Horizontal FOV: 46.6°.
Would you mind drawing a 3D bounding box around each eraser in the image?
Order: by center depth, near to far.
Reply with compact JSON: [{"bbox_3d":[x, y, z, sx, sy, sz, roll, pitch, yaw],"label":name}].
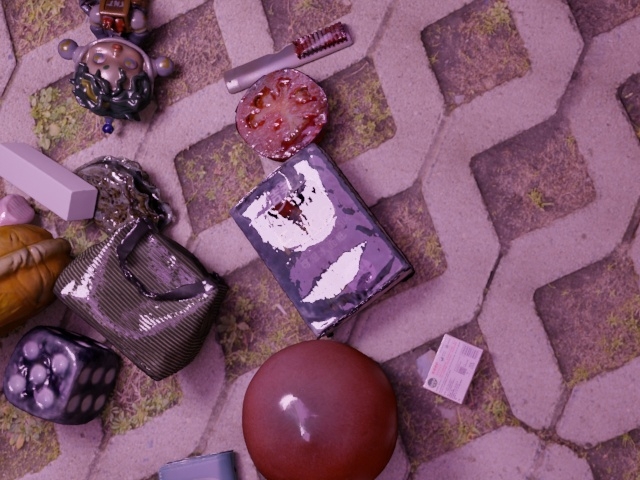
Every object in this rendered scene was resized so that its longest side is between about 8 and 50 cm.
[{"bbox_3d":[-0.656,-0.143,1.768,0.298,0.076,0.078,30,113,29],"label":"eraser"}]

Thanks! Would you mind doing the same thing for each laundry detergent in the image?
[{"bbox_3d":[-0.845,0.021,1.792,0.335,0.159,0.088,-37,103,9],"label":"laundry detergent"}]

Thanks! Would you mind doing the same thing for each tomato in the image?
[{"bbox_3d":[-0.005,0.350,1.462,0.321,0.321,0.322,-2,80,12],"label":"tomato"},{"bbox_3d":[-0.081,-0.281,1.710,0.225,0.085,0.225,-3,78,15],"label":"tomato"}]

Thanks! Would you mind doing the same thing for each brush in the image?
[{"bbox_3d":[-0.083,-0.435,1.759,0.321,0.050,0.060,-21,80,9],"label":"brush"}]

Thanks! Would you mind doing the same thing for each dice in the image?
[{"bbox_3d":[-0.577,0.299,1.662,0.183,0.182,0.181,20,86,17],"label":"dice"}]

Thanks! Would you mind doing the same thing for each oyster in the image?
[{"bbox_3d":[-0.476,-0.109,1.763,0.198,0.112,0.268,-44,82,24],"label":"oyster"}]

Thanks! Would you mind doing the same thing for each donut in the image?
[{"bbox_3d":[-0.749,0.120,1.626,0.449,0.449,0.198,-31,93,5],"label":"donut"}]

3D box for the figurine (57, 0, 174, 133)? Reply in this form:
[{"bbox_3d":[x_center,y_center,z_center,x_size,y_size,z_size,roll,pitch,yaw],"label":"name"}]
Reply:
[{"bbox_3d":[-0.482,-0.456,1.782,0.261,0.186,0.382,3,75,2],"label":"figurine"}]

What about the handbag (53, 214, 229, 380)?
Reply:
[{"bbox_3d":[-0.369,0.109,1.611,0.340,0.247,0.240,41,91,-2],"label":"handbag"}]

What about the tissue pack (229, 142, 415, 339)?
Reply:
[{"bbox_3d":[0.000,0.000,1.625,0.259,0.122,0.361,-37,77,7],"label":"tissue pack"}]

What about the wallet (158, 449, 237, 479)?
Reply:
[{"bbox_3d":[-0.250,0.593,1.598,0.176,0.075,0.250,-12,78,4],"label":"wallet"}]

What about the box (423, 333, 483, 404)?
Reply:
[{"bbox_3d":[0.279,0.268,1.554,0.089,0.043,0.125,24,86,15],"label":"box"}]
